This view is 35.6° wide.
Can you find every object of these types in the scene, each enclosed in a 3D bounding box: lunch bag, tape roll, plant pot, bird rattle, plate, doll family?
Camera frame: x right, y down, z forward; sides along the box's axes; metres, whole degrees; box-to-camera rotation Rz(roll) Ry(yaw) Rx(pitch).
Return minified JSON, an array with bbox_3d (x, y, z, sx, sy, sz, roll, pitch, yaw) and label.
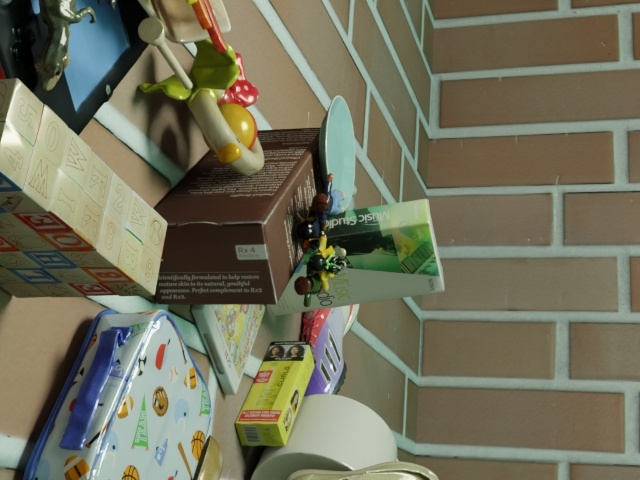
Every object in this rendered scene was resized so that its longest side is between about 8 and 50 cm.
[{"bbox_3d":[-0.242,0.236,1.224,0.243,0.115,0.303,69,27,-45],"label":"lunch bag"},{"bbox_3d":[0.008,0.427,1.823,0.169,0.246,0.246,-64,149,-58],"label":"tape roll"},{"bbox_3d":[-0.180,0.382,1.357,0.236,0.032,0.236,-159,-90,-85],"label":"plant pot"},{"bbox_3d":[-0.153,-0.184,1.474,0.207,0.143,0.253,64,4,10],"label":"bird rattle"},{"bbox_3d":[0.025,-0.143,1.632,0.188,0.024,0.188,0,90,-74],"label":"plate"},{"bbox_3d":[0.000,0.000,1.464,0.111,0.076,0.193,-5,90,-70],"label":"doll family"}]

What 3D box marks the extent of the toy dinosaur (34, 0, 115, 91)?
[{"bbox_3d":[-0.271,-0.297,1.059,0.118,0.064,0.268,-34,121,-64],"label":"toy dinosaur"}]

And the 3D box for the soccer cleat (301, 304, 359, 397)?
[{"bbox_3d":[-0.001,0.207,2.087,0.116,0.108,0.318,48,42,-33],"label":"soccer cleat"}]

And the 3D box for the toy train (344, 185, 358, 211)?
[{"bbox_3d":[-0.014,-0.039,1.861,0.142,0.190,0.334,-62,147,-59],"label":"toy train"}]

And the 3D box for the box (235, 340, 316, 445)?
[{"bbox_3d":[-0.078,0.275,1.817,0.232,0.087,0.058,-65,148,-53],"label":"box"}]

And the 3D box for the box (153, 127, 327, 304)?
[{"bbox_3d":[-0.109,-0.047,1.541,0.381,0.191,0.143,-58,143,-61],"label":"box"}]

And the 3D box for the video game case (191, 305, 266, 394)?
[{"bbox_3d":[-0.148,0.109,1.690,0.227,0.026,0.206,-73,156,-46],"label":"video game case"}]

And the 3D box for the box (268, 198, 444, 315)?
[{"bbox_3d":[0.044,0.035,1.734,0.232,0.322,0.058,68,15,-55],"label":"box"}]

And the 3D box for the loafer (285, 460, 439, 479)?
[{"bbox_3d":[0.074,0.428,1.648,0.092,0.268,0.102,-145,-127,-77],"label":"loafer"}]

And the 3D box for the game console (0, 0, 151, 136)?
[{"bbox_3d":[-0.296,-0.311,1.156,0.386,0.060,0.342,-69,153,-50],"label":"game console"}]

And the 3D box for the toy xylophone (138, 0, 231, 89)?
[{"bbox_3d":[-0.185,-0.317,1.188,0.322,0.081,0.236,35,33,-82],"label":"toy xylophone"}]

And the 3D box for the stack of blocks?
[{"bbox_3d":[-0.292,-0.037,0.959,0.297,0.171,0.087,55,38,-61],"label":"stack of blocks"}]
